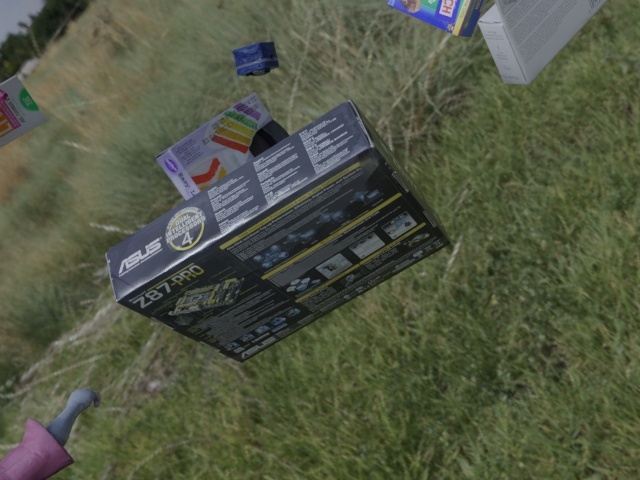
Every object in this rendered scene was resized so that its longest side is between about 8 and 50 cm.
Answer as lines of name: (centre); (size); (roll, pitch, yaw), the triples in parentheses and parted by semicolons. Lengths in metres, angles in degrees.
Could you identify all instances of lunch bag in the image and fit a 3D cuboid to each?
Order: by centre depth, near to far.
lunch bag: (-0.136, -0.389, 1.625); (0.098, 0.065, 0.067); (-5, 11, 38)

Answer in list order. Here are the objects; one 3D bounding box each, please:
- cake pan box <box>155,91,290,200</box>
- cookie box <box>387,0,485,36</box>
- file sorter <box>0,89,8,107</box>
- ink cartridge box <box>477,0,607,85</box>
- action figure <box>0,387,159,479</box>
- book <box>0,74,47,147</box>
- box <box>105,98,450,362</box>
cake pan box: (-0.151, -0.131, 1.475); (0.070, 0.246, 0.267); (-19, 18, 49)
cookie box: (0.143, -0.303, 0.886); (0.107, 0.040, 0.092); (33, 121, 27)
file sorter: (-0.649, -0.182, 1.181); (0.182, 0.202, 0.291); (-54, 25, 11)
ink cartridge box: (0.387, -0.464, 1.305); (0.296, 0.261, 0.066); (-46, 37, -15)
action figure: (-0.300, 0.333, 0.832); (0.248, 0.370, 0.276); (-61, 24, 23)
book: (-0.592, -0.223, 1.373); (0.144, 0.096, 0.035); (-36, 27, -15)
box: (-0.045, 0.013, 1.064); (0.395, 0.318, 0.097); (-31, 58, 13)
